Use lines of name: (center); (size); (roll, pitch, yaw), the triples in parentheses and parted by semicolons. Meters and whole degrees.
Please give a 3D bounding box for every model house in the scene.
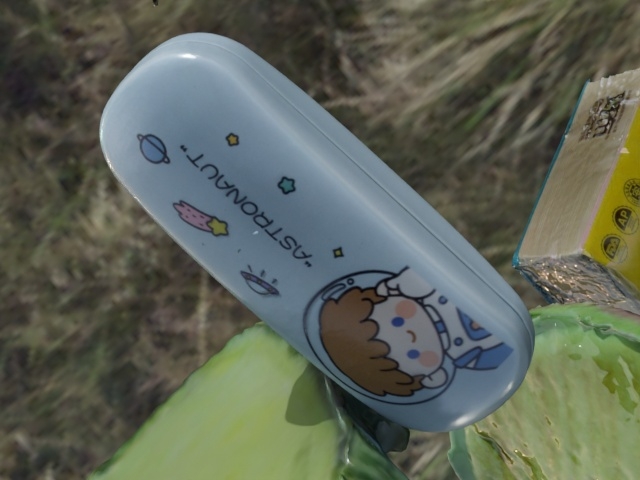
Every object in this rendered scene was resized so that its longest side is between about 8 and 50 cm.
model house: (0.011, 0.170, 0.695); (0.211, 0.170, 0.194); (46, 177, -20)

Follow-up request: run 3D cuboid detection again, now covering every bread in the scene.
bread: (0.181, 0.150, 0.781); (0.301, 0.045, 0.301); (36, 148, 27)

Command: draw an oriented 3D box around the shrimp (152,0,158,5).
shrimp: (-0.137, -0.237, 1.093); (0.052, 0.251, 0.143); (-32, 127, 6)

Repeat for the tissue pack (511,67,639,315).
tissue pack: (0.213, -0.019, 1.126); (0.120, 0.169, 0.082); (42, 147, -26)

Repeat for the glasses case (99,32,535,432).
glasses case: (0.000, 0.000, 0.595); (0.178, 0.045, 0.067); (42, 124, -13)
